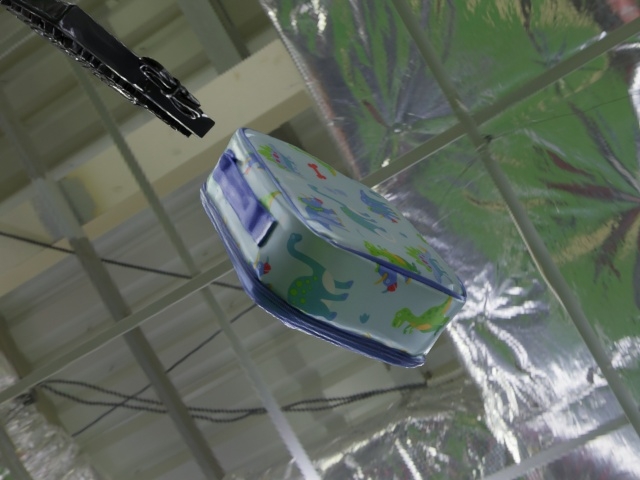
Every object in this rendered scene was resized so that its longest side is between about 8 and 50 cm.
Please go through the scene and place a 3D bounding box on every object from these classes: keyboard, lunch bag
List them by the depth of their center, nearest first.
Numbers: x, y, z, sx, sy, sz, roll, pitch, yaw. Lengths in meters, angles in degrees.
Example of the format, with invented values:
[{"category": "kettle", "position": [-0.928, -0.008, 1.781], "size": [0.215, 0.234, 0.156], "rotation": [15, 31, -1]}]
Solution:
[{"category": "keyboard", "position": [-0.131, -0.111, 0.573], "size": [0.108, 0.180, 0.023], "rotation": [25, -94, 24]}, {"category": "lunch bag", "position": [0.000, 0.000, 0.696], "size": [0.176, 0.219, 0.090], "rotation": [24, -73, -33]}]
